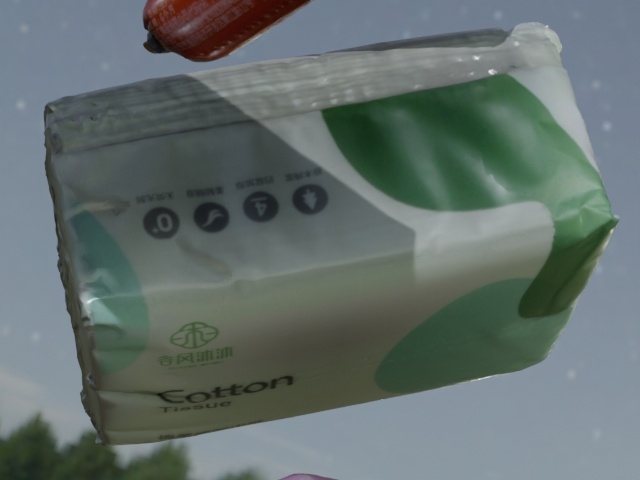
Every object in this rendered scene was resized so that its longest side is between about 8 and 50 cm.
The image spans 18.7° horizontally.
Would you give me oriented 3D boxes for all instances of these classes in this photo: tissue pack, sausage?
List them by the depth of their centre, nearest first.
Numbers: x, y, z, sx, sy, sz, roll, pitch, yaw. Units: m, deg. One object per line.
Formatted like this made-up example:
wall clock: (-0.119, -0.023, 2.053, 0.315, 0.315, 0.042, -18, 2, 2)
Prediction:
sausage: (-0.017, -0.184, 1.236, 0.274, 0.074, 0.074, -31, -41, 31)
tissue pack: (0.000, 0.002, 1.337, 0.356, 0.194, 0.266, -10, -24, -9)

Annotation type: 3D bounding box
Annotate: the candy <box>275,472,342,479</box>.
candy: (0.036, 0.226, 1.110, 0.155, 0.115, 0.265, -33, -37, 31)
